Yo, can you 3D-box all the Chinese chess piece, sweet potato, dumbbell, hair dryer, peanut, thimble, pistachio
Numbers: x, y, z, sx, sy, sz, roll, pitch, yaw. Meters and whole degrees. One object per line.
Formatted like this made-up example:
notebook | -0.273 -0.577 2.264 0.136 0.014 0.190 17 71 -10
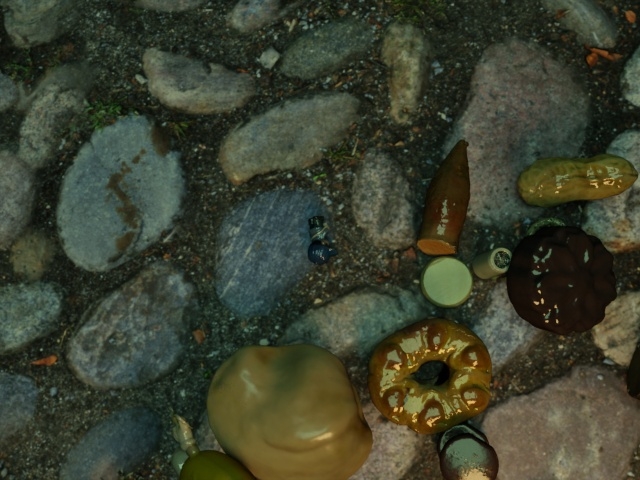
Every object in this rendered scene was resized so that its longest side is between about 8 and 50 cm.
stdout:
Chinese chess piece | 0.344 0.114 1.823 0.144 0.058 0.143 -1 79 5
sweet potato | 0.349 -0.125 1.824 0.131 0.131 0.336 11 83 8
dumbbell | 0.363 0.535 1.665 0.141 0.225 0.124 29 88 11
hair dryer | 0.540 0.076 1.785 0.237 0.131 0.073 11 79 -6
peanut | 0.684 -0.162 1.786 0.306 0.147 0.146 -4 80 5
thimble | 0.609 -0.018 1.813 0.110 0.062 0.084 -4 80 5
pistachio | -0.076 0.436 1.699 0.446 0.281 0.365 25 84 7

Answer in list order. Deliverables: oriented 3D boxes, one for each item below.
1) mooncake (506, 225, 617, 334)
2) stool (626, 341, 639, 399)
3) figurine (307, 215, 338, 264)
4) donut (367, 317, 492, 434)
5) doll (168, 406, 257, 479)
mooncake | 0.620 0.100 1.699 0.283 0.141 0.282 -1 92 -22
stool | 0.929 0.351 1.659 0.264 0.179 0.179 19 83 8
figurine | -0.007 0.000 1.870 0.077 0.079 0.136 -24 81 44
donut | 0.285 0.349 1.743 0.318 0.150 0.299 16 83 9
doll | -0.282 0.604 1.663 0.161 0.423 0.348 -28 56 -32
